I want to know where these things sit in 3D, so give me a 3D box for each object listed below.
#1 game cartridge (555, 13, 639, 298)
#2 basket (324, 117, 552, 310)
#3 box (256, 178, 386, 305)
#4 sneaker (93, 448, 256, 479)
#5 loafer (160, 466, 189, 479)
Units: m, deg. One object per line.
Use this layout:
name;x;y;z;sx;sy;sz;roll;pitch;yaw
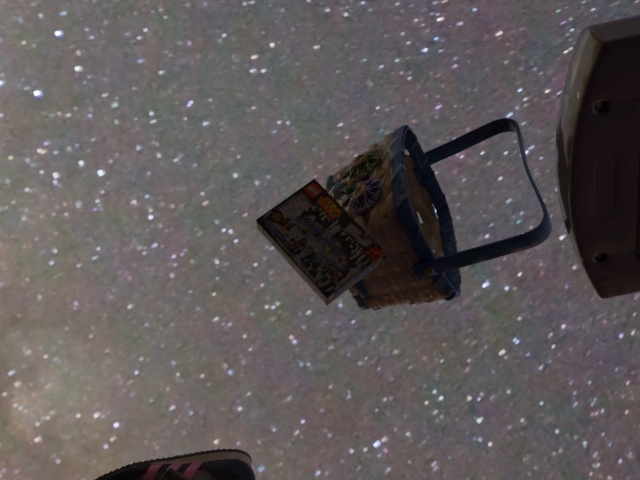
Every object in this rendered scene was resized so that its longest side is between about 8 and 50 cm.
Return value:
game cartridge;0.312;-0.075;0.771;0.196;0.060;0.294;-14;-49;1
basket;0.152;-0.040;1.164;0.289;0.254;0.201;-19;-54;14
box;0.000;0.000;1.046;0.137;0.094;0.027;46;-19;21
sneaker;-0.271;0.466;1.539;0.131;0.319;0.112;-109;-170;-48
loafer;-0.310;0.461;1.436;0.078;0.220;0.080;52;-23;11
